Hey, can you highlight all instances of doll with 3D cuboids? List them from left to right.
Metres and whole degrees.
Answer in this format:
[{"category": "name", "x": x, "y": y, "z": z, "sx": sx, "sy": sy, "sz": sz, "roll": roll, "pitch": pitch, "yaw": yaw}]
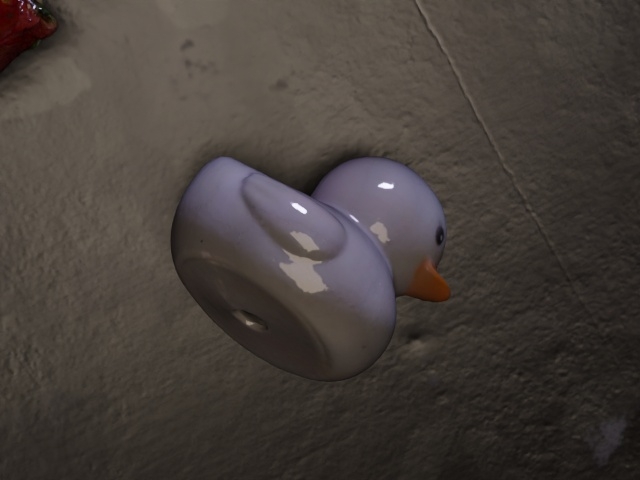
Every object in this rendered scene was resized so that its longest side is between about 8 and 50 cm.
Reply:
[{"category": "doll", "x": 0.000, "y": 0.000, "z": 0.929, "sx": 0.251, "sy": 0.221, "sz": 0.221, "roll": 30, "pitch": 96, "yaw": 7}]

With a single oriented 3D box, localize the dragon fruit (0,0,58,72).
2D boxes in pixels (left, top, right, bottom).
[{"category": "dragon fruit", "x": -0.358, "y": -0.231, "z": 0.853, "sx": 0.200, "sy": 0.198, "sz": 0.269, "roll": -31, "pitch": 83, "yaw": -32}]
